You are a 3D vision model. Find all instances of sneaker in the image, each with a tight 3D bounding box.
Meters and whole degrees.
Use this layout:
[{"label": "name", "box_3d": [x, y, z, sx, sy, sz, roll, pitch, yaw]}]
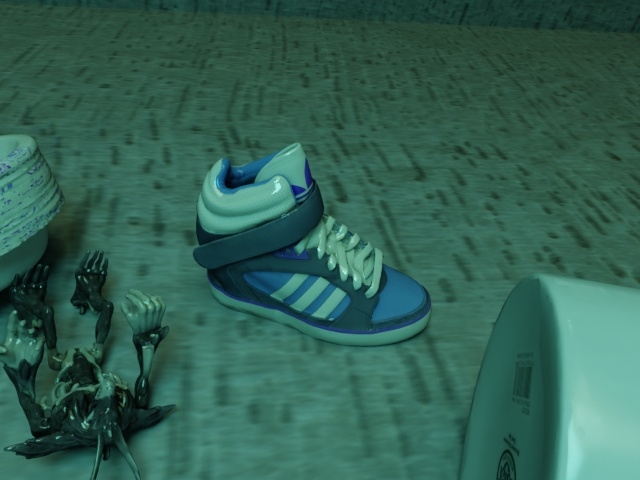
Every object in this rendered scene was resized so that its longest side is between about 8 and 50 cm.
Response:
[{"label": "sneaker", "box_3d": [0.000, 0.000, 0.634, 0.322, 0.237, 0.130, 11, 40, 5]}]

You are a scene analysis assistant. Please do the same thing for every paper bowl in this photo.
[{"label": "paper bowl", "box_3d": [-0.461, -0.012, 0.616, 0.283, 0.148, 0.284, -11, 29, 6]}]

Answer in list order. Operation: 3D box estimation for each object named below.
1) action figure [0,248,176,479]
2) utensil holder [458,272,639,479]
[{"label": "action figure", "box_3d": [-0.254, 0.118, 0.536, 0.163, 0.141, 0.276, -9, 39, -36]}, {"label": "utensil holder", "box_3d": [0.320, 0.213, 0.366, 0.384, 0.328, 0.328, 11, 40, 10]}]
